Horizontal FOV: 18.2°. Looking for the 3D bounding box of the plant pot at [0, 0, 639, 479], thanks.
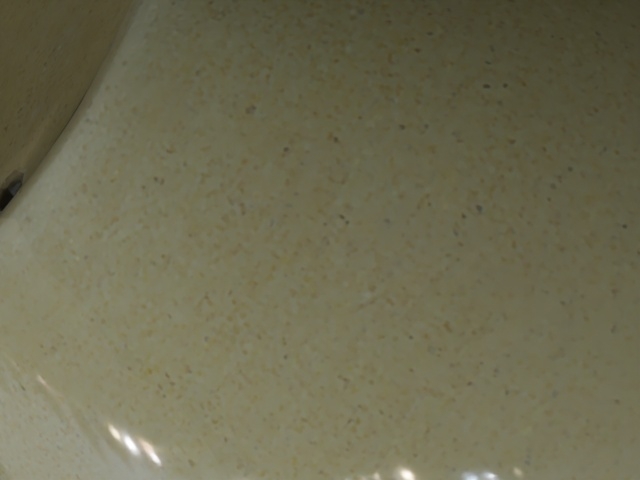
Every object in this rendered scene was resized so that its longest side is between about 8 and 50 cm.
[{"bbox_3d":[0.000,0.000,0.511,0.284,0.191,0.284,-41,-149,32],"label":"plant pot"}]
